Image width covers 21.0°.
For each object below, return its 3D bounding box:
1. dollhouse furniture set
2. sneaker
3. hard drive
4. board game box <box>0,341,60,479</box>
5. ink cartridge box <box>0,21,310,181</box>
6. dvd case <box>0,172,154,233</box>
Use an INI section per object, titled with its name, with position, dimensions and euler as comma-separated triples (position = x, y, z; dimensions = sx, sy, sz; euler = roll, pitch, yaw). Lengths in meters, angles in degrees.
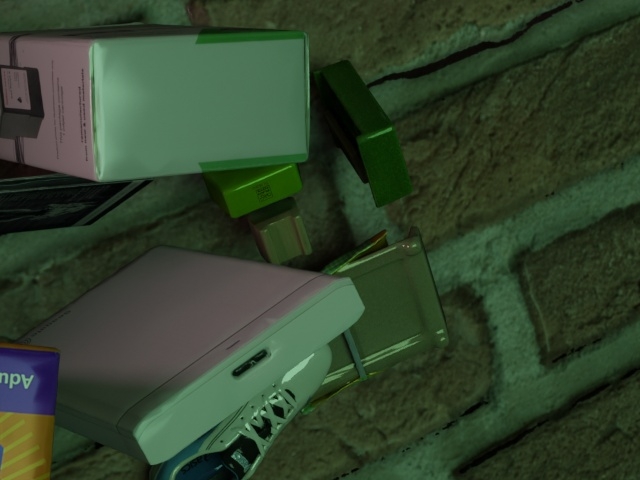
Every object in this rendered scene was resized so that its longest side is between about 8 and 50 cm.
[dollhouse furniture set]
position = 0.000, 0.000, 1.808
dimensions = 0.197, 0.151, 0.301
euler = -23, 125, -7
[sneaker]
position = -0.071, 0.191, 1.742
dimensions = 0.237, 0.086, 0.085
euler = -44, 126, -5
[hard drive]
position = -0.145, 0.091, 1.557
dimensions = 0.233, 0.353, 0.047
euler = -35, 110, -24
[board game box]
position = -0.439, 0.250, 1.348
dimensions = 0.356, 0.356, 0.356
euler = 7, 81, -26
[ink cartridge box]
position = -0.171, -0.132, 1.562
dimensions = 0.211, 0.289, 0.121
euler = -7, 101, -30
[dvd case]
position = -0.283, -0.032, 1.577
dimensions = 0.221, 0.164, 0.018
euler = -6, 78, -30
